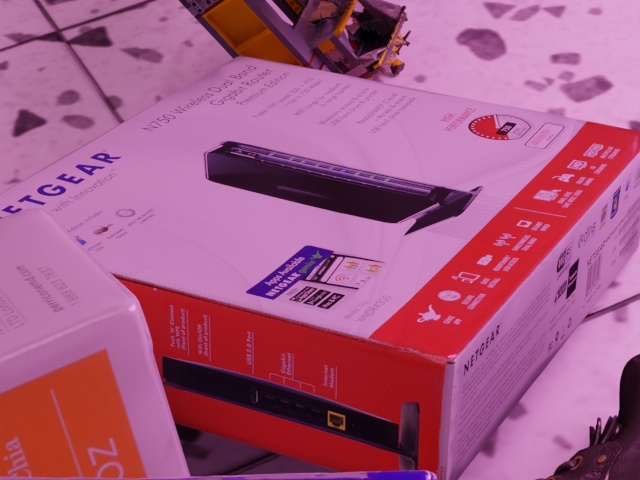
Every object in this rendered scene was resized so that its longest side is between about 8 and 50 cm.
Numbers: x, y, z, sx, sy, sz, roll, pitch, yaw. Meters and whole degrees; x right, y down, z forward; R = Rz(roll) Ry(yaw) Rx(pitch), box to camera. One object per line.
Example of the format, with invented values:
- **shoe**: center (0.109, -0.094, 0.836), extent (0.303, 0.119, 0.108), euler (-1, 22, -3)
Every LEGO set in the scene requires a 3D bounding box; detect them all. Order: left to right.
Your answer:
- **LEGO set**: center (0.046, -0.234, 1.195), extent (0.255, 0.192, 0.331), euler (-31, 24, 30)

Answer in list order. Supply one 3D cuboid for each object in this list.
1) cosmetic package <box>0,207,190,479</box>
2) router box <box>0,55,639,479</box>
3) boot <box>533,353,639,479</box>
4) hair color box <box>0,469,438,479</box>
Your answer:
- **cosmetic package**: center (-0.279, 0.182, 0.727), extent (0.453, 0.230, 0.161), euler (-23, 25, -17)
- **router box**: center (0.000, 0.000, 0.966), extent (0.301, 0.082, 0.335), euler (13, 28, 23)
- **boot**: center (0.083, 0.146, 0.855), extent (0.229, 0.091, 0.263), euler (0, 38, 14)
- **hair color box**: center (-0.041, 0.228, 0.580), extent (0.185, 0.339, 0.110), euler (-1, 39, 6)
